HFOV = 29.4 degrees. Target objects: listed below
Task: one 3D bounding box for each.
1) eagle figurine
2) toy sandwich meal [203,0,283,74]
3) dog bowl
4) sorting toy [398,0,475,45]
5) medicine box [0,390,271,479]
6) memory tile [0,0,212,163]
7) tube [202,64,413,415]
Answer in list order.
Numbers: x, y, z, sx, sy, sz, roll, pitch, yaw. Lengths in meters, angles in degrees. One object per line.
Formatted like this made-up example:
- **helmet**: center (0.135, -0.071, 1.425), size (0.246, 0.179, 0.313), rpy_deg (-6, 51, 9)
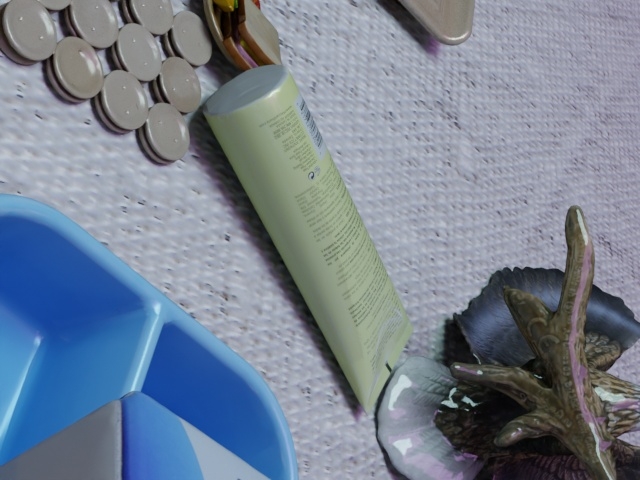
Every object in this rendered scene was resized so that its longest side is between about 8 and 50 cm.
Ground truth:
- **eagle figurine**: center (0.191, 0.128, 0.945), size (0.226, 0.225, 0.298), rpy_deg (-54, 167, -2)
- **toy sandwich meal**: center (-0.048, -0.147, 0.809), size (0.085, 0.029, 0.085), rpy_deg (44, 37, -46)
- **dog bowl**: center (-0.119, 0.089, 0.600), size (0.297, 0.074, 0.166), rpy_deg (43, 46, -35)
- **sorting toy**: center (0.058, -0.286, 1.015), size (0.208, 0.038, 0.193), rpy_deg (35, 51, -36)
- **medicine box**: center (-0.029, 0.252, 0.477), size (0.289, 0.149, 0.263), rpy_deg (43, 24, -36)
- **memory tile**: center (-0.124, -0.121, 0.725), size (0.148, 0.012, 0.113), rpy_deg (37, 50, -41)
- **tube**: center (0.000, 0.000, 0.813), size (0.070, 0.062, 0.240), rpy_deg (-33, 117, -8)
